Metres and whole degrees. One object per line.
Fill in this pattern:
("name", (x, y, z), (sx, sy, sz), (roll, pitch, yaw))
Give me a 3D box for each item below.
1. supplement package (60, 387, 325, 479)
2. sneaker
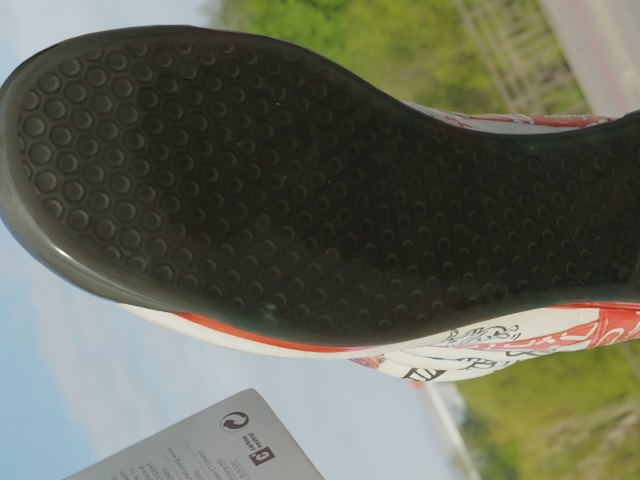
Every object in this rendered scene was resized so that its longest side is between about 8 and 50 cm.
("supplement package", (-0.078, 0.230, 0.714), (0.199, 0.263, 0.198), (49, 159, 49))
("sneaker", (0.001, 0.001, 0.629), (0.145, 0.270, 0.090), (-22, 70, 56))
